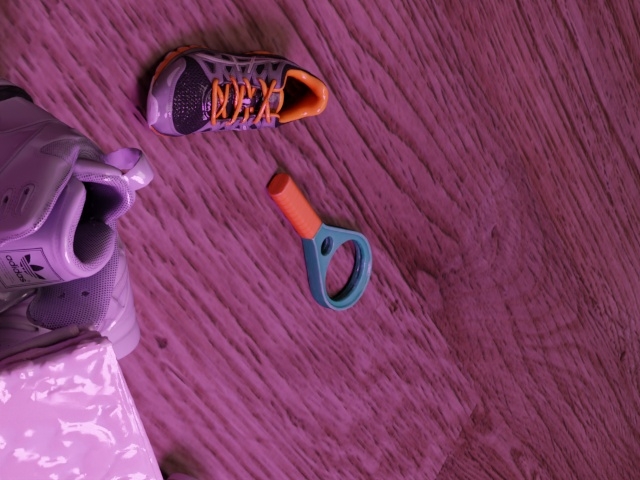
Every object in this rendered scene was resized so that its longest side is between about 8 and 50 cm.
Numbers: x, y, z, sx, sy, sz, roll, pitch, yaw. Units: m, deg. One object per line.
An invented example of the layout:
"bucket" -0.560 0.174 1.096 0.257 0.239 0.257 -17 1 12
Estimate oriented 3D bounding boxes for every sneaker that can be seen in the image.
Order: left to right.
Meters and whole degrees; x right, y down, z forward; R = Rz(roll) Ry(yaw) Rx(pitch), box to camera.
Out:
"sneaker" -0.289 0.025 1.094 0.366 0.210 0.137 -49 140 -28
"sneaker" -0.239 0.058 1.237 0.305 0.114 0.152 -51 142 -71
"sneaker" -0.078 -0.140 1.423 0.215 0.083 0.084 -19 122 -47

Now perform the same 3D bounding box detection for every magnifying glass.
"magnifying glass" 0.000 0.000 1.646 0.092 0.026 0.231 -59 143 -17

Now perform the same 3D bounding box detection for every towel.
"towel" -0.275 0.234 1.124 0.331 0.053 0.317 -19 125 -10

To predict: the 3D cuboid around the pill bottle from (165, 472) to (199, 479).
"pill bottle" -0.162 0.327 1.513 0.169 0.094 0.094 -53 141 -25
